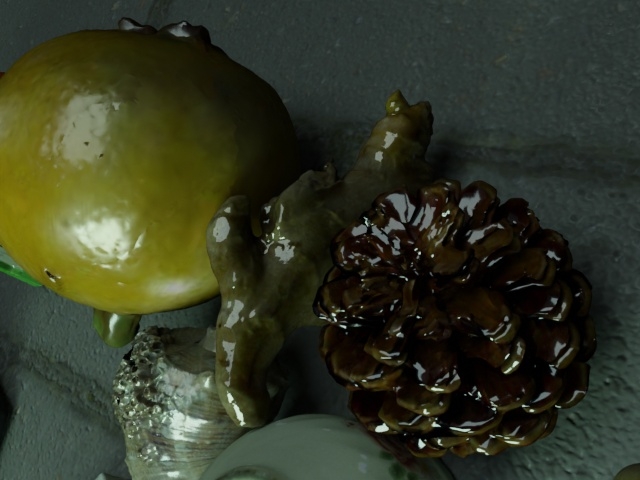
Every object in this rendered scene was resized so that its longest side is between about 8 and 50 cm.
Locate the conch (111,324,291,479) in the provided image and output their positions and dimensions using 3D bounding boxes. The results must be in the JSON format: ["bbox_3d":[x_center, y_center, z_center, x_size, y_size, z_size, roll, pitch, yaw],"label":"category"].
[{"bbox_3d":[-0.131,0.168,0.769,0.162,0.178,0.245,28,93,6],"label":"conch"}]

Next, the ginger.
[{"bbox_3d":[0.002,-0.001,0.708,0.333,0.166,0.080,-41,10,-17],"label":"ginger"}]

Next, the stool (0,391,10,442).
[{"bbox_3d":[-0.542,0.265,1.045,0.232,0.141,0.232,-20,54,31],"label":"stool"}]

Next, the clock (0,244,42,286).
[{"bbox_3d":[-0.371,-0.049,1.025,0.255,0.219,0.106,-15,56,32],"label":"clock"}]

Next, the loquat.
[{"bbox_3d":[-0.188,-0.053,0.812,0.328,0.328,0.360,33,113,45],"label":"loquat"}]

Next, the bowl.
[{"bbox_3d":[-0.023,0.263,0.618,0.277,0.145,0.277,-19,55,29],"label":"bowl"}]

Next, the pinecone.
[{"bbox_3d":[0.094,0.050,0.592,0.221,0.221,0.222,-20,55,31],"label":"pinecone"}]

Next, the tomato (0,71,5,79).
[{"bbox_3d":[-0.510,-0.137,1.211,0.259,0.180,0.260,-31,39,28],"label":"tomato"}]

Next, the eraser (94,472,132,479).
[{"bbox_3d":[-0.203,0.350,0.769,0.124,0.068,0.210,-50,44,7],"label":"eraser"}]

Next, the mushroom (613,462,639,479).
[{"bbox_3d":[0.194,0.298,0.450,0.159,0.122,0.329,21,80,8],"label":"mushroom"}]
